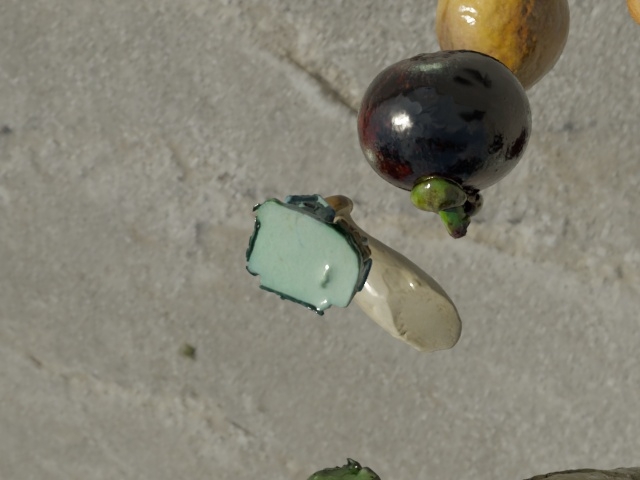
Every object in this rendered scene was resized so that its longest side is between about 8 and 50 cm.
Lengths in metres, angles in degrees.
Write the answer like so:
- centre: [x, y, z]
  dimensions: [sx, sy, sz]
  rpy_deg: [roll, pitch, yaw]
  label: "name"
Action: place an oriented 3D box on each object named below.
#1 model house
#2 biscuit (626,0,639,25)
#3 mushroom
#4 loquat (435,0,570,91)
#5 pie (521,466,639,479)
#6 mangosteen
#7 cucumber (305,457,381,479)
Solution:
- centre: [0.000, 0.000, 1.444]
  dimensions: [0.148, 0.148, 0.119]
  rpy_deg: [20, 115, 11]
  label: "model house"
- centre: [0.383, -0.206, 1.009]
  dimensions: [0.165, 0.250, 0.036]
  rpy_deg: [68, 168, -16]
  label: "biscuit"
- centre: [0.099, 0.060, 1.996]
  dimensions: [0.350, 0.128, 0.128]
  rpy_deg: [47, 148, 23]
  label: "mushroom"
- centre: [0.290, -0.347, 1.846]
  dimensions: [0.193, 0.238, 0.238]
  rpy_deg: [23, 143, 33]
  label: "loquat"
- centre: [0.243, 0.240, 0.979]
  dimensions: [0.068, 0.282, 0.128]
  rpy_deg: [47, 115, 37]
  label: "pie"
- centre: [0.156, -0.129, 1.431]
  dimensions: [0.216, 0.216, 0.216]
  rpy_deg: [19, 140, 17]
  label: "mangosteen"
- centre: [-0.094, 0.265, 0.802]
  dimensions: [0.105, 0.325, 0.145]
  rpy_deg: [61, 156, 1]
  label: "cucumber"
